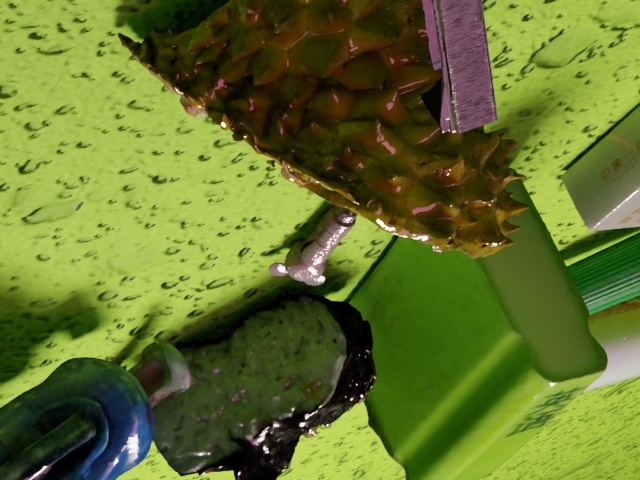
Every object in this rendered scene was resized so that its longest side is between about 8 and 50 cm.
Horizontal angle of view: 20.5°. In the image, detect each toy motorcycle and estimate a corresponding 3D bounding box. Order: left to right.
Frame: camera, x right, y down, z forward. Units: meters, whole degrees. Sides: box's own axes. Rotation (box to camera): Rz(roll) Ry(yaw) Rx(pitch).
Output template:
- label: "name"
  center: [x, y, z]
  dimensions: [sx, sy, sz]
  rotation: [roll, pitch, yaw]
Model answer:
- label: "toy motorcycle"
  center: [-0.248, 0.174, 1.496]
  dimensions: [0.182, 0.241, 0.319]
  rotation: [35, 138, -18]

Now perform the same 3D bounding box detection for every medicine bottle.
- label: "medicine bottle"
  center: [0.281, 0.123, 1.958]
  dimensions: [0.426, 0.108, 0.108]
  rotation: [-12, 157, -31]
- label: "medicine bottle"
  center: [0.386, -0.004, 1.791]
  dimensions: [0.309, 0.076, 0.111]
  rotation: [-22, 158, 0]

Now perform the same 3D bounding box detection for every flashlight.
- label: "flashlight"
  center: [0.000, 0.000, 1.465]
  dimensions: [0.052, 0.031, 0.110]
  rotation: [16, 139, -21]

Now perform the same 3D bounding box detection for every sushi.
- label: "sushi"
  center: [-0.045, 0.142, 1.600]
  dimensions: [0.212, 0.147, 0.115]
  rotation: [-33, 156, 13]

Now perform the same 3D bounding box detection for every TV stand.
- label: "TV stand"
  center: [0.061, -0.169, 0.945]
  dimensions: [0.040, 0.049, 0.256]
  rotation: [-20, 134, -7]

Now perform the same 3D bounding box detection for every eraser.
- label: "eraser"
  center: [0.125, 0.090, 1.567]
  dimensions: [0.092, 0.210, 0.274]
  rotation: [-12, 155, -28]

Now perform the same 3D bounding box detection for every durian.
- label: "durian"
  center: [0.046, -0.069, 1.129]
  dimensions: [0.185, 0.196, 0.305]
  rotation: [-38, 154, 18]

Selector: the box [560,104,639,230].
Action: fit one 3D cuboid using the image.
- label: "box"
  center: [0.350, -0.077, 1.589]
  dimensions: [0.233, 0.067, 0.149]
  rotation: [-4, 154, -40]
